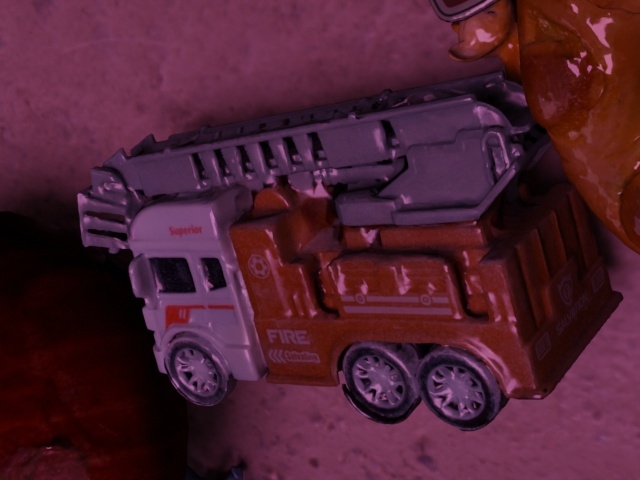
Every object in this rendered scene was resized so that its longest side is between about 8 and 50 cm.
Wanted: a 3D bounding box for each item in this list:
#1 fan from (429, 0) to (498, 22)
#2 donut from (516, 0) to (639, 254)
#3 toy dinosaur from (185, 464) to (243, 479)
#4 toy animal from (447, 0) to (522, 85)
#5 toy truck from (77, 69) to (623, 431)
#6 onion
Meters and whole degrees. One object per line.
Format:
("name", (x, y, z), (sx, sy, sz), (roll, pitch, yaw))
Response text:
("fan", (0.112, -0.225, 0.691), (0.220, 0.009, 0.132), (-40, 75, 31))
("donut", (0.184, -0.085, 0.520), (0.226, 0.114, 0.227), (30, 139, 31))
("toy dinosaur", (-0.079, 0.225, 1.019), (0.197, 0.045, 0.080), (55, 141, 6))
("toy animal", (0.109, -0.103, 0.741), (0.083, 0.060, 0.081), (21, 121, 11))
("toy truck", (0.000, 0.000, 0.793), (0.338, 0.133, 0.184), (-1, 115, 37))
("onion", (-0.248, 0.136, 0.925), (0.341, 0.341, 0.341), (13, 119, 25))
